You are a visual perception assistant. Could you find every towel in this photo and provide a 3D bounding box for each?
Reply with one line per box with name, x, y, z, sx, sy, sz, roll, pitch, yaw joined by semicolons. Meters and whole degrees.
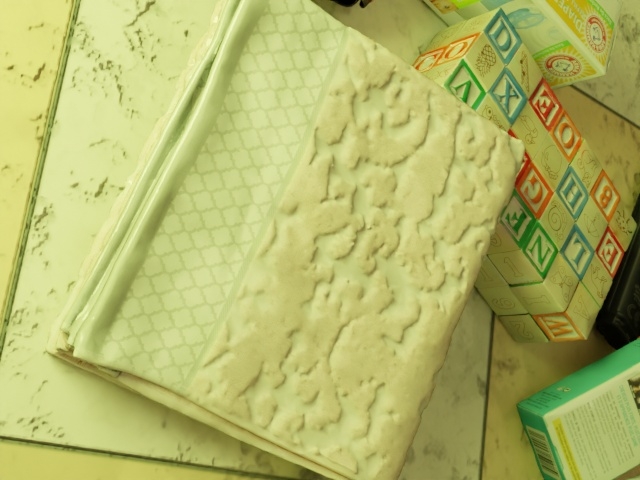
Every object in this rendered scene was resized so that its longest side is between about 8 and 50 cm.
towel;0.000;0.000;0.711;0.317;0.053;0.331;29;79;-30

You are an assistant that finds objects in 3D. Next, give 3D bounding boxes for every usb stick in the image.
usb stick;0.399;0.008;1.113;0.077;0.045;0.278;51;54;-31

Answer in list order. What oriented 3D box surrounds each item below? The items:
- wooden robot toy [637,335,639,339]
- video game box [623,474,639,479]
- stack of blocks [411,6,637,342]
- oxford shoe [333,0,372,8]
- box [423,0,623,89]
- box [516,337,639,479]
wooden robot toy;0.365;0.143;1.032;0.173;0.076;0.079;-36;114;-16
video game box;0.266;0.347;0.900;0.187;0.048;0.205;1;103;-38
stack of blocks;0.191;-0.058;0.916;0.297;0.087;0.171;51;55;-22
oxford shoe;0.035;-0.268;0.832;0.271;0.097;0.098;-24;118;-36
box;0.209;-0.256;0.947;0.203;0.114;0.103;36;62;-32
box;0.335;0.167;0.957;0.244;0.060;0.100;-24;99;-15
